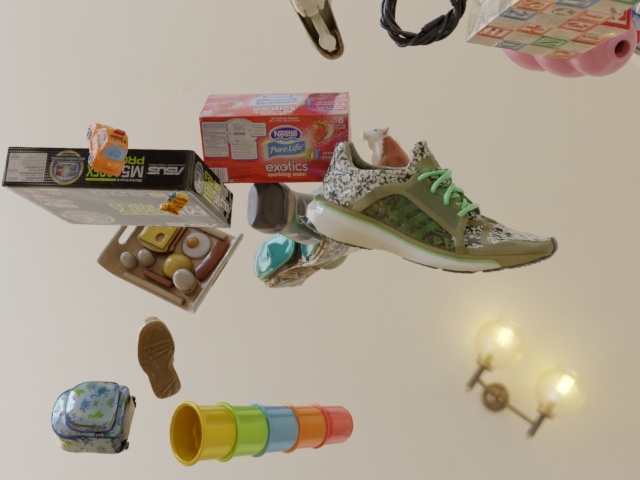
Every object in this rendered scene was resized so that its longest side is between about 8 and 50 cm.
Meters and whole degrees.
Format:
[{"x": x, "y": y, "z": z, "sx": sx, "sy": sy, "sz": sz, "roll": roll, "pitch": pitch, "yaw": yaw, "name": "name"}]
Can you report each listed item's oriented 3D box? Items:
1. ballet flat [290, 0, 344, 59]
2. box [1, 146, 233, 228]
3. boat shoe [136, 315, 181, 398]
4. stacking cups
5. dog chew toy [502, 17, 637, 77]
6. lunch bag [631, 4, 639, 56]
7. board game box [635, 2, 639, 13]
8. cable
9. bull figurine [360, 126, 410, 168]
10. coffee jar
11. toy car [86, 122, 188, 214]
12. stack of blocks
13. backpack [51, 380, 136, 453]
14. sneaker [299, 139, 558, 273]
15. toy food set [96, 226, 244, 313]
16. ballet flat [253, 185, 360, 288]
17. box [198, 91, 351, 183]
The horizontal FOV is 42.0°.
[{"x": -0.009, "y": -0.434, "z": 1.570, "sx": 0.086, "sy": 0.086, "sz": 0.248, "roll": 28, "pitch": -16, "yaw": 32, "name": "ballet flat"}, {"x": -0.283, "y": -0.073, "z": 1.210, "sx": 0.270, "sy": 0.060, "sz": 0.216, "roll": 2, "pitch": -13, "yaw": 8, "name": "box"}, {"x": -0.264, "y": 0.179, "z": 1.326, "sx": 0.059, "sy": 0.063, "sz": 0.170, "roll": -128, "pitch": -152, "yaw": -45, "name": "boat shoe"}, {"x": -0.085, "y": 0.300, "z": 1.326, "sx": 0.316, "sy": 0.096, "sz": 0.096, "roll": 9, "pitch": 10, "yaw": -44, "name": "stacking cups"}, {"x": 0.480, "y": -0.408, "z": 1.606, "sx": 0.206, "sy": 0.206, "sz": 0.332, "roll": 42, "pitch": 6, "yaw": -32, "name": "dog chew toy"}, {"x": 0.827, "y": -0.554, "z": 2.042, "sx": 0.243, "sy": 0.303, "sz": 0.115, "roll": 40, "pitch": -35, "yaw": 13, "name": "lunch bag"}, {"x": 0.841, "y": -0.607, "z": 1.800, "sx": 0.192, "sy": 0.053, "sz": 0.305, "roll": 19, "pitch": -47, "yaw": 5, "name": "board game box"}, {"x": 0.192, "y": -0.437, "z": 1.549, "sx": 0.150, "sy": 0.185, "sz": 0.047, "roll": 21, "pitch": -5, "yaw": -1, "name": "cable"}, {"x": 0.213, "y": -0.180, "z": 2.404, "sx": 0.310, "sy": 0.188, "sz": 0.101, "roll": 44, "pitch": -17, "yaw": -16, "name": "bull figurine"}, {"x": -0.060, "y": -0.051, "z": 1.529, "sx": 0.079, "sy": 0.096, "sz": 0.184, "roll": -3, "pitch": -10, "yaw": 29, "name": "coffee jar"}, {"x": -0.185, "y": -0.081, "z": 0.865, "sx": 0.122, "sy": 0.060, "sz": 0.040, "roll": 31, "pitch": -48, "yaw": -28, "name": "toy car"}, {"x": 0.327, "y": -0.330, "z": 1.108, "sx": 0.171, "sy": 0.087, "sz": 0.297, "roll": 8, "pitch": -3, "yaw": -9, "name": "stack of blocks"}, {"x": -0.352, "y": 0.268, "z": 1.277, "sx": 0.114, "sy": 0.105, "sz": 0.084, "roll": -3, "pitch": -46, "yaw": 3, "name": "backpack"}, {"x": 0.168, "y": -0.061, "z": 1.296, "sx": 0.410, "sy": 0.182, "sz": 0.158, "roll": 13, "pitch": 12, "yaw": 18, "name": "sneaker"}, {"x": -0.363, "y": 0.022, "z": 2.011, "sx": 0.306, "sy": 0.220, "sz": 0.092, "roll": 23, "pitch": -20, "yaw": 22, "name": "toy food set"}, {"x": 0.000, "y": 0.000, "z": 1.885, "sx": 0.182, "sy": 0.164, "sz": 0.483, "roll": 7, "pitch": -21, "yaw": -21, "name": "ballet flat"}, {"x": -0.074, "y": -0.181, "z": 1.459, "sx": 0.256, "sy": 0.128, "sz": 0.123, "roll": -1, "pitch": 29, "yaw": 3, "name": "box"}]
